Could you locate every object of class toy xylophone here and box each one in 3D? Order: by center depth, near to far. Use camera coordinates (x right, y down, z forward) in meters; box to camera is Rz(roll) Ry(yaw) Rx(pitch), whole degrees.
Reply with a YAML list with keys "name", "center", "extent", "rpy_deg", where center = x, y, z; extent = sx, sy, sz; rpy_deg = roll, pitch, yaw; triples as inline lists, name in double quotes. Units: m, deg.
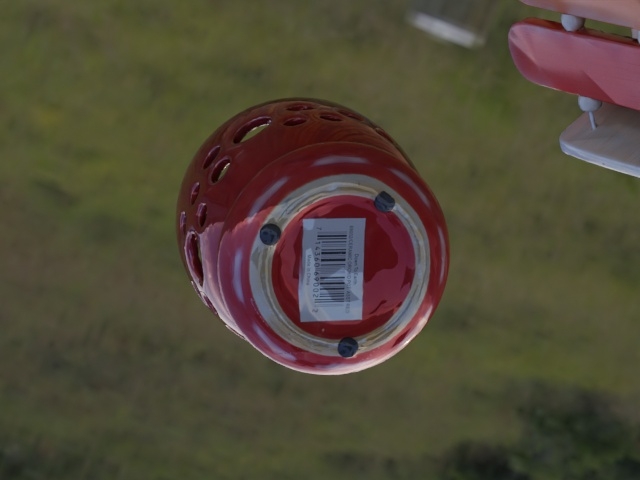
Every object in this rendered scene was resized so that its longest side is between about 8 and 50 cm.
- name: "toy xylophone"
  center: [0.147, -0.192, 1.086]
  extent: [0.236, 0.081, 0.323]
  rpy_deg: [13, 126, 64]

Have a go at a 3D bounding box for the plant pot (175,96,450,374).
- name: "plant pot"
  center: [0.000, 0.000, 1.420]
  extent: [0.191, 0.191, 0.174]
  rpy_deg: [23, -174, -19]
